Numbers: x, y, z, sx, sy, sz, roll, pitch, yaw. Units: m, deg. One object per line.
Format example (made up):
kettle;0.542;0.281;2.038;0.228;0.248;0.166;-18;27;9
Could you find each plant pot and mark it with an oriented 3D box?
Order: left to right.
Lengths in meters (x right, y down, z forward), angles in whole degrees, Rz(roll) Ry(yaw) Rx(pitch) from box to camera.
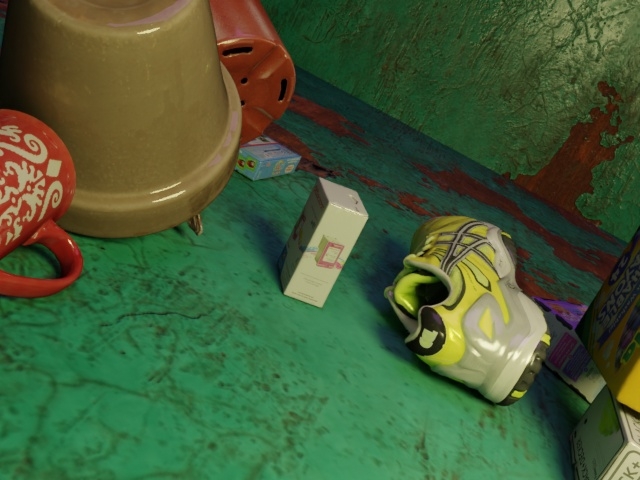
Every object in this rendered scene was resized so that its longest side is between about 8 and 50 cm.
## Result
plant pot;-0.193;-0.165;0.731;0.263;0.229;0.263;7;60;-11
plant pot;-0.181;-0.292;1.166;0.272;0.272;0.265;10;39;-45

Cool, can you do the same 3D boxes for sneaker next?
sneaker;0.159;0.046;0.974;0.147;0.145;0.384;24;16;-13

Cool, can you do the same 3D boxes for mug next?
mug;-0.257;-0.021;0.605;0.150;0.113;0.169;24;21;-6

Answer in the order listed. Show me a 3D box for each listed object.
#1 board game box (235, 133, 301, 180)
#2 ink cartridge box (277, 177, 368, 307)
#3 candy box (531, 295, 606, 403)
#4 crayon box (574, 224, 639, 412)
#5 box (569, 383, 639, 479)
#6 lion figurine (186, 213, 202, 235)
board game box;-0.155;-0.172;1.293;0.211;0.039;0.160;33;19;14
ink cartridge box;0.000;0.000;0.896;0.052;0.122;0.088;22;18;-17
candy box;0.392;0.166;1.097;0.165;0.070;0.196;12;23;-42
crayon box;0.383;0.071;0.842;0.083;0.203;0.323;29;12;4
box;0.402;0.273;0.779;0.290;0.087;0.169;30;17;8
lion figurine;-0.248;-0.147;0.984;0.392;0.142;0.240;45;12;7
